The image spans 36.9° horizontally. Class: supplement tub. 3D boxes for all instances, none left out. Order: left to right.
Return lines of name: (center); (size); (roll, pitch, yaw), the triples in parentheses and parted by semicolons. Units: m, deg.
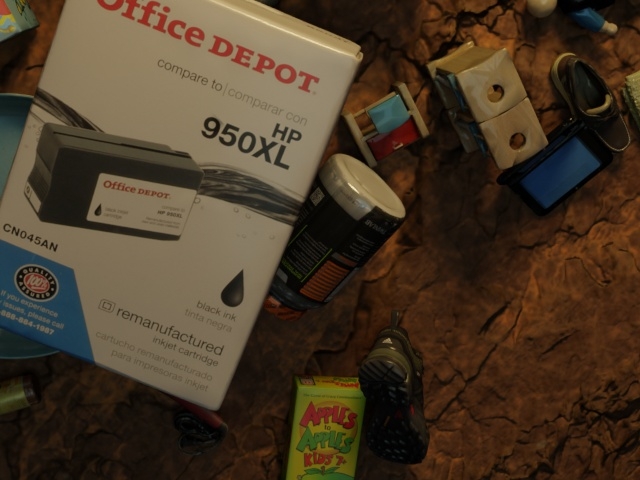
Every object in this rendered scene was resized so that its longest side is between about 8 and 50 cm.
supplement tub: (0.000, 0.000, 1.139); (0.117, 0.117, 0.190); (37, 110, -17)

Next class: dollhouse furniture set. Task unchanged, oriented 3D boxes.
dollhouse furniture set: (0.142, -0.130, 1.129); (0.184, 0.129, 0.129); (-29, 108, -1)

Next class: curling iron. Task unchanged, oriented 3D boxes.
curling iron: (-0.211, 0.177, 1.181); (0.068, 0.035, 0.274); (-38, 119, 4)

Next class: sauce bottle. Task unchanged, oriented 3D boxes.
sauce bottle: (-0.409, 0.198, 1.175); (0.128, 0.042, 0.042); (-16, 107, -7)

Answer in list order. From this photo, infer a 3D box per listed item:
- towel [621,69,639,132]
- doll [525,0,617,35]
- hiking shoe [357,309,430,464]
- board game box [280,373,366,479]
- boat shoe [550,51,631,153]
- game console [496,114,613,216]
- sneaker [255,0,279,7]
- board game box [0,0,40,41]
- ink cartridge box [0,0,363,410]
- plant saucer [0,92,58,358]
towel: (0.455, -0.165, 1.225); (0.110, 0.027, 0.148); (-29, 108, 0)
doll: (0.338, -0.310, 1.155); (0.189, 0.046, 0.129); (-20, 107, -4)
hiking shoe: (0.107, 0.196, 1.233); (0.086, 0.114, 0.227); (9, 136, 18)
board game box: (0.001, 0.270, 1.262); (0.092, 0.043, 0.181); (5, 105, -10)
boat shoe: (0.340, -0.166, 1.193); (0.056, 0.049, 0.152); (-42, 108, 3)
game console: (0.291, -0.089, 1.185); (0.122, 0.107, 0.071); (-42, 80, 18)
sneaker: (0.048, -0.318, 1.072); (0.178, 0.124, 0.295); (42, 94, -8)
board game box: (-0.426, -0.312, 0.978); (0.142, 0.144, 0.275); (-27, 107, -1)
ink cartridge box: (-0.158, -0.068, 1.001); (0.285, 0.166, 0.395); (22, 104, -3)
plant saucer: (-0.360, -0.016, 1.124); (0.317, 0.044, 0.317); (-3, 106, -9)
